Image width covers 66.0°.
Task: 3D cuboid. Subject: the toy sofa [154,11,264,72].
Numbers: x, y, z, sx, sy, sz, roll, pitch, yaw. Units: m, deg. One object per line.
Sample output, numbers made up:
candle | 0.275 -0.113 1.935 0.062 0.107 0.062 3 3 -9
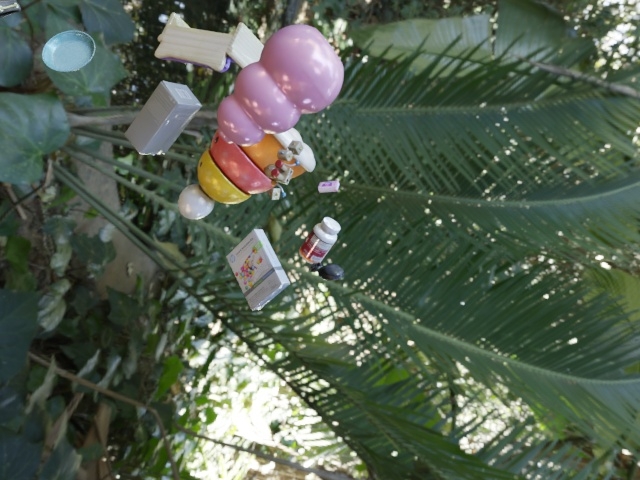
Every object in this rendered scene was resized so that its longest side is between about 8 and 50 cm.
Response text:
toy sofa | -0.391 -0.658 1.718 0.150 0.363 0.177 29 83 -61

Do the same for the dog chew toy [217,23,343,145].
dog chew toy | -0.108 -0.352 1.179 0.332 0.206 0.206 -38 -175 8

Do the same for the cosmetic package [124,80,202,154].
cosmetic package | -0.516 -0.395 1.615 0.238 0.107 0.127 -40 173 23

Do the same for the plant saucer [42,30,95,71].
plant saucer | -0.578 -0.433 1.142 0.021 0.119 0.119 90 12 -68

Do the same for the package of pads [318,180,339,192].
package of pads | 0.035 -0.226 2.075 0.050 0.083 0.032 -71 153 -54

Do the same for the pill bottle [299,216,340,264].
pill bottle | 0.000 0.000 1.624 0.152 0.086 0.086 -55 -170 28

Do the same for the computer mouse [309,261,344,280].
computer mouse | 0.014 0.082 1.509 0.242 0.071 0.041 -164 -116 -72

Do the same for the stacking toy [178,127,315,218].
stacking toy | -0.288 -0.237 1.641 0.480 0.350 0.350 -40 -176 7

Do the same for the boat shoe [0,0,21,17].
boat shoe | -0.577 -0.355 0.782 0.068 0.081 0.227 58 40 -33

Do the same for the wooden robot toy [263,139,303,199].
wooden robot toy | -0.115 -0.188 1.273 0.076 0.079 0.173 37 73 -60

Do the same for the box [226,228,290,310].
box | -0.180 0.083 1.404 0.145 0.186 0.038 -41 156 30
